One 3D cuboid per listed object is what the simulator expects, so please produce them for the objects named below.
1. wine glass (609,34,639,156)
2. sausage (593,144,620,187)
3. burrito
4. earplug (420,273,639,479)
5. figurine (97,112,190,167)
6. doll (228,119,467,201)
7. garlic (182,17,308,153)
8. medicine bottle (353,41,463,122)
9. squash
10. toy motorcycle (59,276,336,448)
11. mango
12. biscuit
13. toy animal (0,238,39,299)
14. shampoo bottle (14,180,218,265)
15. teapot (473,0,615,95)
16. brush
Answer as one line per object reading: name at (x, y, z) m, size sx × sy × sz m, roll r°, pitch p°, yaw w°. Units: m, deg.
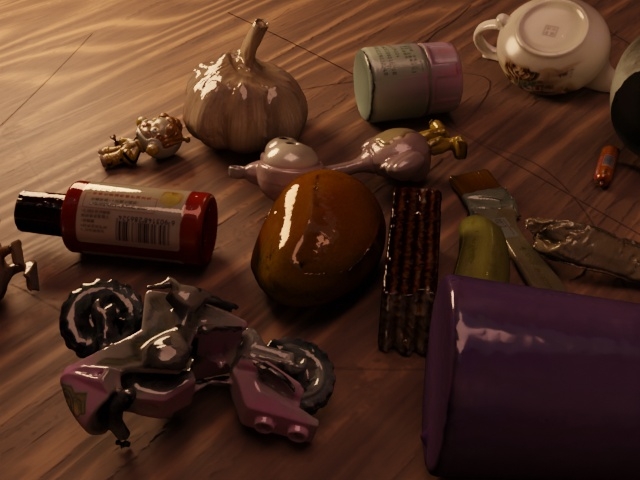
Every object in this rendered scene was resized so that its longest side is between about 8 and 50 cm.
wine glass at (0.616, -0.266, 1.512) m, size 0.238 × 0.238 × 0.323 m, roll 23°, pitch 45°, yaw 26°
sausage at (0.460, -0.117, 1.467) m, size 0.031 × 0.031 × 0.107 m, roll 15°, pitch 40°, yaw 18°
burrito at (0.392, 0.016, 1.259) m, size 0.230 × 0.063 × 0.058 m, roll 17°, pitch -1°, yaw -1°
earplug at (0.341, 0.161, 0.967) m, size 0.456 × 0.215 × 0.215 m, roll 5°, pitch 38°, yaw 1°
figurine at (-0.289, -0.156, 1.483) m, size 0.143 × 0.068 × 0.101 m, roll -39°, pitch 47°, yaw -24°
doll at (0.039, -0.121, 1.409) m, size 0.365 × 0.094 × 0.160 m, roll -6°, pitch 23°, yaw -14°
garlic at (-0.124, -0.261, 1.501) m, size 0.219 × 0.212 × 0.218 m, roll 4°, pitch 33°, yaw -3°
medicine bottle at (0.151, -0.278, 1.588) m, size 0.169 × 0.135 × 0.135 m, roll -7°, pitch 38°, yaw -10°
squash at (0.207, 0.050, 1.204) m, size 0.083 × 0.083 × 0.250 m, roll 8°, pitch 36°, yaw 10°
toy motorcycle at (-0.149, 0.157, 1.025) m, size 0.327 × 0.143 × 0.188 m, roll 17°, pitch 47°, yaw -3°
mango at (0.000, 0.000, 1.222) m, size 0.166 × 0.136 × 0.236 m, roll 17°, pitch 43°, yaw 18°
biscuit at (0.119, 0.037, 1.198) m, size 0.070 × 0.106 × 0.252 m, roll 5°, pitch 37°, yaw 7°
toy animal at (-0.472, 0.041, 1.210) m, size 0.179 × 0.089 × 0.188 m, roll -17°, pitch 44°, yaw 1°
shampoo bottle at (-0.291, -0.029, 1.277) m, size 0.278 × 0.104 × 0.104 m, roll 6°, pitch 38°, yaw 6°
teapot at (0.426, -0.363, 1.706) m, size 0.298 × 0.139 × 0.204 m, roll 26°, pitch 76°, yaw 25°
brush at (0.280, -0.007, 1.328) m, size 0.085 × 0.020 × 0.336 m, roll -9°, pitch 39°, yaw -12°
